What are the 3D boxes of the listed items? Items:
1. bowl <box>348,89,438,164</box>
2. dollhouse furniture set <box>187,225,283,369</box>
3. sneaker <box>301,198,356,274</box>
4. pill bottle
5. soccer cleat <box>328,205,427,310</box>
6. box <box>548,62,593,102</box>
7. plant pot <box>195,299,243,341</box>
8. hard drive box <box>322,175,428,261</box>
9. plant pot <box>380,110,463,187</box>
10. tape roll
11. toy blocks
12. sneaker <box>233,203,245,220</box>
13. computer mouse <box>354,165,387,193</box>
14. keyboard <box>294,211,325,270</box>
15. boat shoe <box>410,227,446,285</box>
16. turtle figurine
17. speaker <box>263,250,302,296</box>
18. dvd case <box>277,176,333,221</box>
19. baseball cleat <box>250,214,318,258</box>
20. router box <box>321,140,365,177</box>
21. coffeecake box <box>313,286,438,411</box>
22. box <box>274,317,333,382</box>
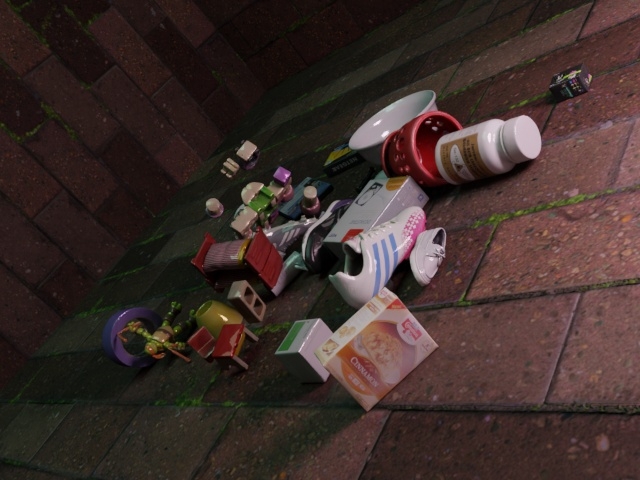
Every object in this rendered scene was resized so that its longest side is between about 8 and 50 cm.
[{"bbox_3d":[0.243,-0.312,2.047,0.298,0.134,0.298,-31,20,13],"label":"bowl"},{"bbox_3d":[-0.259,0.154,1.836,0.201,0.152,0.374,-8,45,29],"label":"dollhouse furniture set"},{"bbox_3d":[0.050,-0.026,1.882,0.124,0.107,0.283,-12,35,40],"label":"sneaker"},{"bbox_3d":[0.399,-0.217,1.630,0.229,0.131,0.131,-13,35,50],"label":"pill bottle"},{"bbox_3d":[0.137,0.011,1.585,0.116,0.143,0.331,-33,19,54],"label":"soccer cleat"},{"bbox_3d":[0.624,-0.393,1.701,0.083,0.052,0.062,-19,31,46],"label":"box"},{"bbox_3d":[-0.307,0.229,1.982,0.134,0.095,0.134,-33,23,16],"label":"plant pot"},{"bbox_3d":[0.144,-0.052,1.778,0.232,0.089,0.181,-53,24,-20],"label":"hard drive box"},{"bbox_3d":[0.267,-0.230,1.797,0.191,0.191,0.174,-50,19,-23],"label":"plant pot"},{"bbox_3d":[-0.588,0.307,2.166,0.080,0.189,0.189,-10,37,51],"label":"tape roll"},{"bbox_3d":[-0.192,-0.093,2.187,0.288,0.309,0.260,-53,-11,-15],"label":"toy blocks"},{"bbox_3d":[-0.254,-0.116,2.593,0.178,0.072,0.077,-46,32,2],"label":"sneaker"},{"bbox_3d":[0.179,-0.188,2.011,0.106,0.042,0.193,-50,23,-25],"label":"computer mouse"},{"bbox_3d":[0.000,0.000,1.979,0.072,0.014,0.256,15,44,11],"label":"keyboard"},{"bbox_3d":[0.246,0.031,1.510,0.063,0.066,0.184,-28,15,30],"label":"boat shoe"},{"bbox_3d":[-0.466,0.293,2.100,0.270,0.087,0.217,14,37,23],"label":"turtle figurine"},{"bbox_3d":[-0.100,0.096,1.951,0.136,0.055,0.055,-47,23,-13],"label":"speaker"},{"bbox_3d":[-0.065,-0.145,2.398,0.180,0.022,0.253,-44,22,-7],"label":"dvd case"},{"bbox_3d":[-0.098,-0.003,1.992,0.206,0.109,0.072,-14,9,-4],"label":"baseball cleat"},{"bbox_3d":[0.102,-0.303,2.392,0.179,0.046,0.133,-23,28,37],"label":"router box"},{"bbox_3d":[0.105,0.205,1.289,0.185,0.142,0.068,-42,22,-3],"label":"coffeecake box"},{"bbox_3d":[-0.023,0.241,1.486,0.087,0.102,0.101,-13,33,46],"label":"box"}]
